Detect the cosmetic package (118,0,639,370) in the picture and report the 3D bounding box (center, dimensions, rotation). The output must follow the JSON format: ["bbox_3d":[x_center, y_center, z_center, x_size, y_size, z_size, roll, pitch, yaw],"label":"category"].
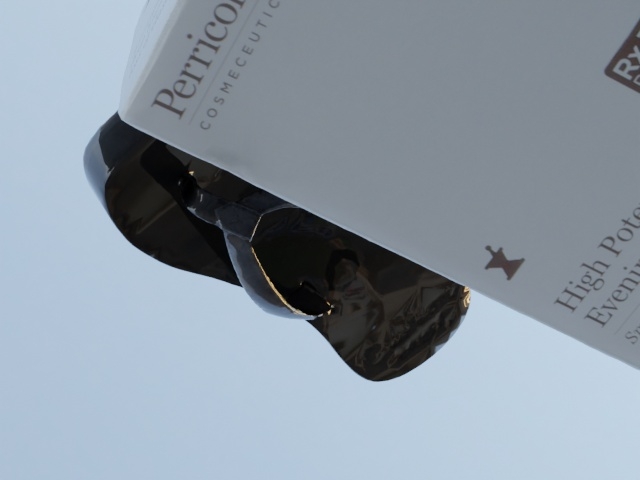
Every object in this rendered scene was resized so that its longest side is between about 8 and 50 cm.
[{"bbox_3d":[0.065,-0.049,0.503,0.231,0.117,0.085,24,-151,-13],"label":"cosmetic package"}]

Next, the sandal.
[{"bbox_3d":[0.001,0.000,0.709,0.254,0.097,0.054,33,-167,-49],"label":"sandal"}]
